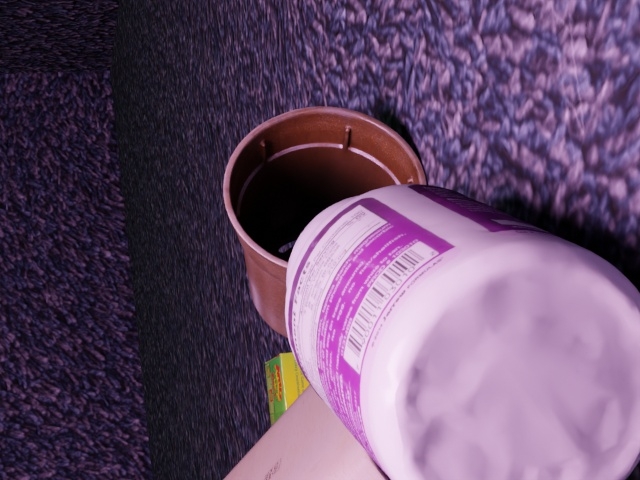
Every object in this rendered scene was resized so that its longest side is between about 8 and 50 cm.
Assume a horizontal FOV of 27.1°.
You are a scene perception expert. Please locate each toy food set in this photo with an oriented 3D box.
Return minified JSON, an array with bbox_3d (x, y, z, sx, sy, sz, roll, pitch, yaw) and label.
[{"bbox_3d":[-0.001,0.203,1.014,0.219,0.092,0.306,-49,9,16],"label":"toy food set"}]

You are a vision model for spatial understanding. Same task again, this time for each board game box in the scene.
[{"bbox_3d":[-0.026,0.222,1.515,0.092,0.043,0.181,140,125,-72],"label":"board game box"}]

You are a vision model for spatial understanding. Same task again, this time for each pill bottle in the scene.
[{"bbox_3d":[0.073,0.055,0.835,0.301,0.169,0.169,-142,50,-72],"label":"pill bottle"}]

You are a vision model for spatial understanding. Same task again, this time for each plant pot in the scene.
[{"bbox_3d":[0.000,0.000,1.149,0.165,0.167,0.167,96,165,-57],"label":"plant pot"}]
